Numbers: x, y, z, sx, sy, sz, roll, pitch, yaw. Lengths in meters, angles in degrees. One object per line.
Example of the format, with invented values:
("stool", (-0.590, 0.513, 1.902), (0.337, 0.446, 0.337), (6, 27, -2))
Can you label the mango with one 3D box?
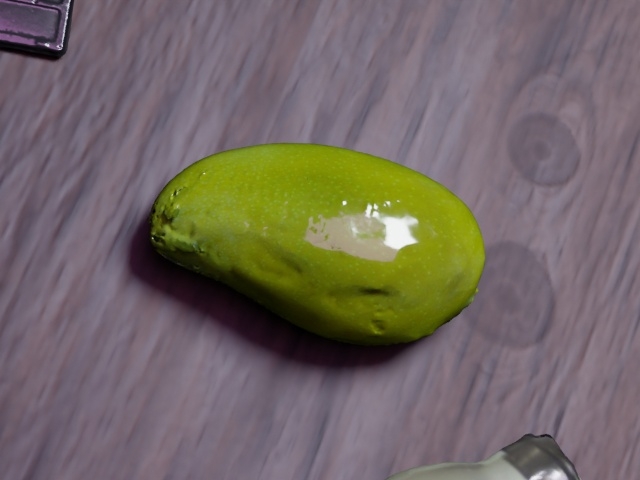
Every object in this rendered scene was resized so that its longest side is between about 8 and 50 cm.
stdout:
("mango", (0.000, 0.000, 0.951), (0.165, 0.074, 0.091), (10, 73, -11))

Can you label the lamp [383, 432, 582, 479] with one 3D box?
("lamp", (0.018, 0.171, 0.891), (0.250, 0.101, 0.101), (-34, 84, -13))

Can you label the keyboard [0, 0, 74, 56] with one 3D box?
("keyboard", (-0.198, -0.127, 0.975), (0.155, 0.010, 0.053), (11, 72, -11))
